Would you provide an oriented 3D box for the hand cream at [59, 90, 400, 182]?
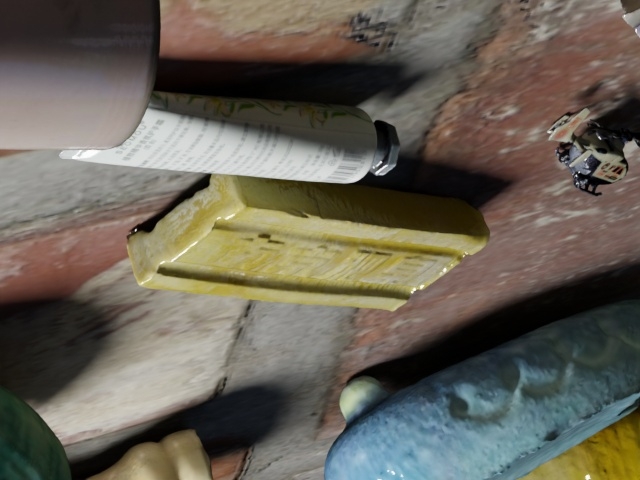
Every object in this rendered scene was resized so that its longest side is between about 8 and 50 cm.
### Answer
[{"bbox_3d":[-0.041,-0.056,1.050,0.194,0.042,0.067,4,154,-38],"label":"hand cream"}]

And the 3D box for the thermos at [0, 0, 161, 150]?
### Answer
[{"bbox_3d":[-0.179,-0.085,0.795,0.193,0.105,0.137,-4,-178,-30],"label":"thermos"}]

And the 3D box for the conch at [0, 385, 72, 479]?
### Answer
[{"bbox_3d":[-0.242,0.163,1.193,0.202,0.134,0.196,-26,125,-33],"label":"conch"}]

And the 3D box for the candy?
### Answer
[{"bbox_3d":[0.274,0.238,1.893,0.260,0.118,0.260,-15,159,-6],"label":"candy"}]

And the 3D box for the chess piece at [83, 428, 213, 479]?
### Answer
[{"bbox_3d":[-0.227,0.230,1.426,0.307,0.124,0.139,-14,-174,-12],"label":"chess piece"}]

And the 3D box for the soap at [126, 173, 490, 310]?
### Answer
[{"bbox_3d":[0.000,0.001,1.211,0.092,0.037,0.252,-36,154,31],"label":"soap"}]

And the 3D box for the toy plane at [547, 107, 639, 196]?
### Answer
[{"bbox_3d":[0.172,-0.058,1.249,0.049,0.031,0.121,-39,155,21],"label":"toy plane"}]

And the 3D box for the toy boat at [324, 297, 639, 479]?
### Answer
[{"bbox_3d":[0.139,0.121,1.548,0.330,0.123,0.215,-25,168,-24],"label":"toy boat"}]

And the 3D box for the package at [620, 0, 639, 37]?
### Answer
[{"bbox_3d":[0.273,-0.161,1.092,0.204,0.062,0.251,-30,169,16],"label":"package"}]
